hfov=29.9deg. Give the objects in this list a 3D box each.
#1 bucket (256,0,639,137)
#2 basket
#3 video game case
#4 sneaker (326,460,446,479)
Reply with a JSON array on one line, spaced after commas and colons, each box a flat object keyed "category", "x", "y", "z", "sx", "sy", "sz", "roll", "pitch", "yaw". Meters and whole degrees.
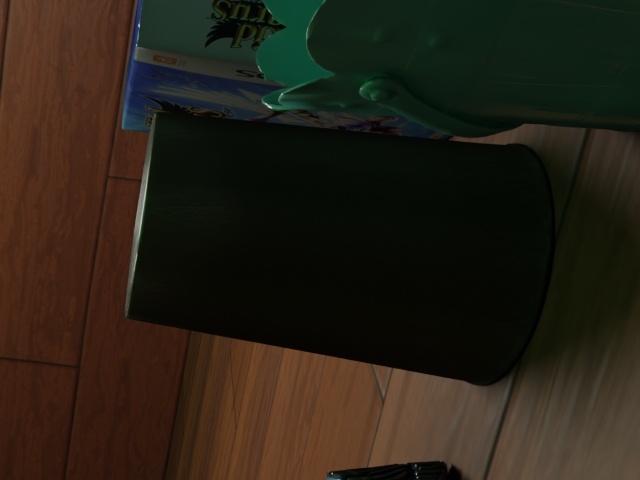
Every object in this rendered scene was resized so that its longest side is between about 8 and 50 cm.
[{"category": "bucket", "x": 0.082, "y": -0.181, "z": 0.561, "sx": 0.281, "sy": 0.183, "sz": 0.281, "roll": -171, "pitch": 90, "yaw": -80}, {"category": "basket", "x": 0.000, "y": 0.000, "z": 0.743, "sx": 0.204, "sy": 0.226, "sz": 0.154, "roll": 156, "pitch": 122, "yaw": -77}, {"category": "video game case", "x": -0.019, "y": -0.117, "z": 0.884, "sx": 0.269, "sy": 0.244, "sz": 0.061, "roll": 151, "pitch": 126, "yaw": -77}, {"category": "sneaker", "x": 0.041, "y": 0.203, "z": 0.825, "sx": 0.221, "sy": 0.083, "sz": 0.087, "roll": 110, "pitch": 151, "yaw": -69}]
